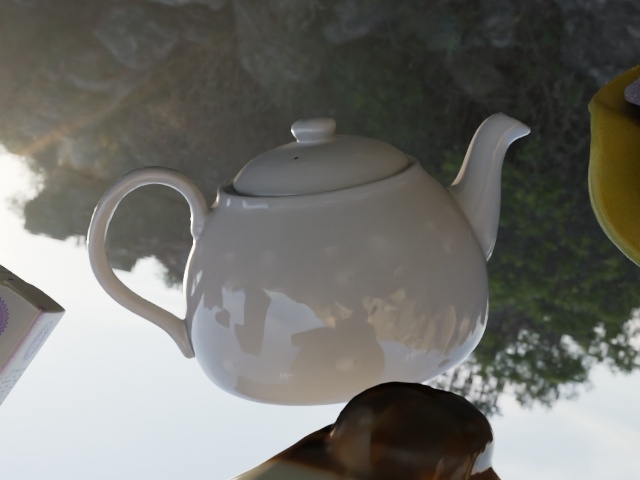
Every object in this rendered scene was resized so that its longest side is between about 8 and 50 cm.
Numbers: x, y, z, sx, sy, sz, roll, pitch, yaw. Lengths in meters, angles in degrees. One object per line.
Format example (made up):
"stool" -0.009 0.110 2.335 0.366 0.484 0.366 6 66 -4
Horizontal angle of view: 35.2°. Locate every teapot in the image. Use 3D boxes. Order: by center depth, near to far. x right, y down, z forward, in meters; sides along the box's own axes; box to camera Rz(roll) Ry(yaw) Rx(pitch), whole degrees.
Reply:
"teapot" 0.000 0.000 0.768 0.252 0.187 0.256 2 -161 39

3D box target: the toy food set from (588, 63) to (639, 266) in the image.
"toy food set" 0.223 -0.064 0.470 0.128 0.217 0.071 54 156 16

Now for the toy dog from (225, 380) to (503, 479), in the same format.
"toy dog" 0.017 0.240 0.454 0.395 0.285 0.408 -12 -154 8

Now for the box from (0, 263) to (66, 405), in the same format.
"box" -0.268 0.155 0.574 0.063 0.324 0.067 34 175 0
